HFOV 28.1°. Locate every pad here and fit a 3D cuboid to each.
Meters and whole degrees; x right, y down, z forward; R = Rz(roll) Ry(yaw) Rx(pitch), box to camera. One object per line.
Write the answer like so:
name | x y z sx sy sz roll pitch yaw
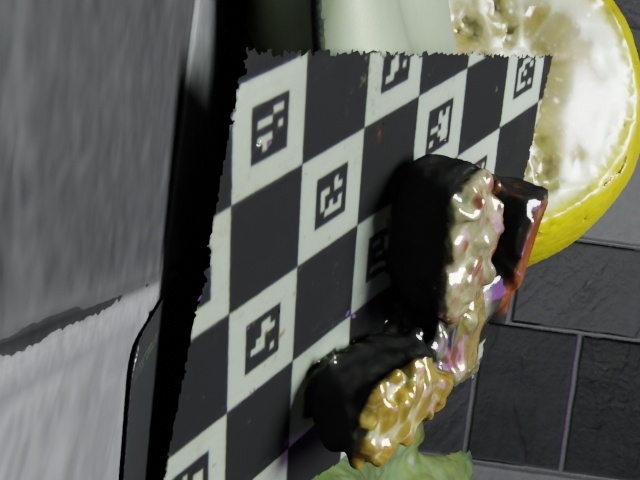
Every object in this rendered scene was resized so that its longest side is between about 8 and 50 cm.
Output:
pad | -0.057 0.063 0.476 0.157 0.003 0.112 -76 174 -73

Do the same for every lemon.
lemon | 0.094 -0.093 0.901 0.219 0.240 0.240 171 -73 -77

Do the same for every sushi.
sushi | 0.045 0.019 0.537 0.279 0.043 0.192 -13 119 -58

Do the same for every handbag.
handbag | 0.021 -0.129 0.572 0.241 0.109 0.315 -79 172 -46

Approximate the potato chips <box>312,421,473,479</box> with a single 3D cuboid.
potato chips | 0.049 0.198 0.707 0.389 0.097 0.373 -92 167 -64
